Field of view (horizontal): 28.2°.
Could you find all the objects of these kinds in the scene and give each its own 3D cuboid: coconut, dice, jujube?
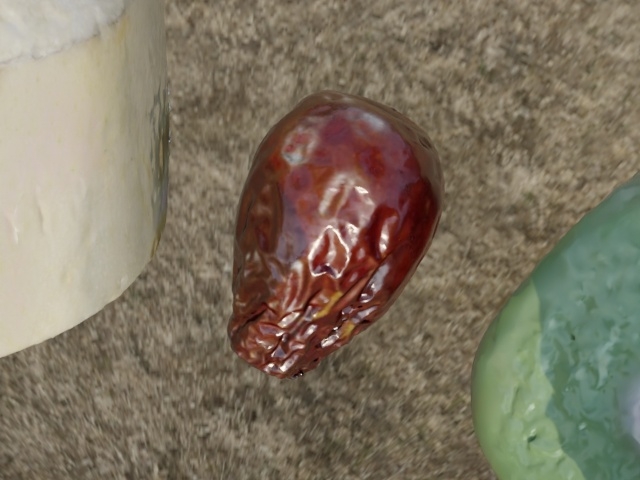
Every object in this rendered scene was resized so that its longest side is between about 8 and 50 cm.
[{"bbox_3d":[-0.168,-0.051,0.513,0.241,0.241,0.241,2,72,-5],"label":"coconut"},{"bbox_3d":[0.342,0.117,1.013,0.322,0.330,0.318,51,118,25],"label":"dice"},{"bbox_3d":[0.000,0.000,0.997,0.168,0.168,0.236,29,107,4],"label":"jujube"}]
